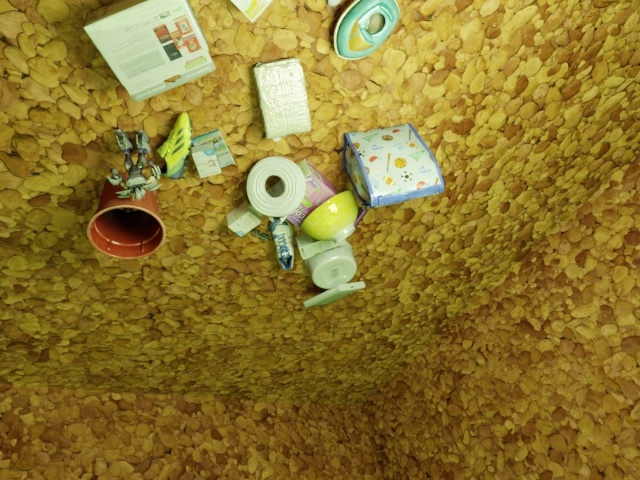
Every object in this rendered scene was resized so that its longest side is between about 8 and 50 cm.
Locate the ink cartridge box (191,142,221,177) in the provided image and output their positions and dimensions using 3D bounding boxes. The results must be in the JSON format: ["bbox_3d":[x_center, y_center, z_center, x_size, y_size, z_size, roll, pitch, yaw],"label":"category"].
[{"bbox_3d":[-0.460,-0.322,1.828,0.089,0.052,0.122,-15,137,-6],"label":"ink cartridge box"}]

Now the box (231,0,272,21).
[{"bbox_3d":[-0.258,-0.807,1.412,0.103,0.114,0.203,-40,133,17],"label":"box"}]

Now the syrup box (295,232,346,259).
[{"bbox_3d":[0.000,0.000,2.302,0.237,0.093,0.096,-20,136,-1],"label":"syrup box"}]

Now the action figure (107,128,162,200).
[{"bbox_3d":[-0.680,-0.268,1.655,0.185,0.285,0.099,-11,158,-9],"label":"action figure"}]

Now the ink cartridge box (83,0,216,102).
[{"bbox_3d":[-0.536,-0.639,1.462,0.309,0.130,0.272,-21,137,1],"label":"ink cartridge box"}]

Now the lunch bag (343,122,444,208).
[{"bbox_3d":[0.298,-0.293,1.922,0.328,0.385,0.239,-13,135,-9],"label":"lunch bag"}]

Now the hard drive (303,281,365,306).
[{"bbox_3d":[0.076,0.303,2.541,0.203,0.040,0.307,-2,159,-43],"label":"hard drive"}]

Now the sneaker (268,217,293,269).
[{"bbox_3d":[-0.176,0.020,2.231,0.112,0.131,0.296,-15,134,-3],"label":"sneaker"}]

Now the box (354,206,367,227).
[{"bbox_3d":[0.139,-0.131,2.274,0.162,0.029,0.116,15,124,-33],"label":"box"}]

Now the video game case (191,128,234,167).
[{"bbox_3d":[-0.436,-0.363,1.847,0.119,0.015,0.166,-20,136,0],"label":"video game case"}]

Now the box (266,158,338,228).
[{"bbox_3d":[-0.081,-0.207,2.055,0.243,0.117,0.213,-37,134,16],"label":"box"}]

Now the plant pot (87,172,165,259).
[{"bbox_3d":[-0.757,-0.113,1.789,0.272,0.265,0.272,-11,136,-11],"label":"plant pot"}]

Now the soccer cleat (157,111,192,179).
[{"bbox_3d":[-0.565,-0.360,1.748,0.121,0.093,0.289,9,128,-19],"label":"soccer cleat"}]

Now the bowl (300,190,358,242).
[{"bbox_3d":[0.071,-0.082,2.070,0.289,0.156,0.289,-35,170,-7],"label":"bowl"}]

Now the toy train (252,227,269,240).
[{"bbox_3d":[-0.312,-0.036,2.199,0.036,0.027,0.158,-39,133,23],"label":"toy train"}]

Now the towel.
[{"bbox_3d":[-0.144,-0.537,1.719,0.187,0.049,0.282,-14,119,-11],"label":"towel"}]

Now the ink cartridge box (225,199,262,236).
[{"bbox_3d":[-0.345,-0.105,2.075,0.143,0.090,0.092,-34,135,12],"label":"ink cartridge box"}]

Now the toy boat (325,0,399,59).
[{"bbox_3d":[0.115,-0.772,1.562,0.318,0.148,0.267,26,119,-38],"label":"toy boat"}]

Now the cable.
[{"bbox_3d":[-0.192,-0.227,1.915,0.257,0.257,0.089,-44,176,16],"label":"cable"}]

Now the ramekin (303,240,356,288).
[{"bbox_3d":[0.060,0.131,2.421,0.277,0.135,0.277,-10,135,-10],"label":"ramekin"}]

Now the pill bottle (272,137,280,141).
[{"bbox_3d":[-0.184,-0.433,1.823,0.043,0.083,0.043,-10,134,-11],"label":"pill bottle"}]
